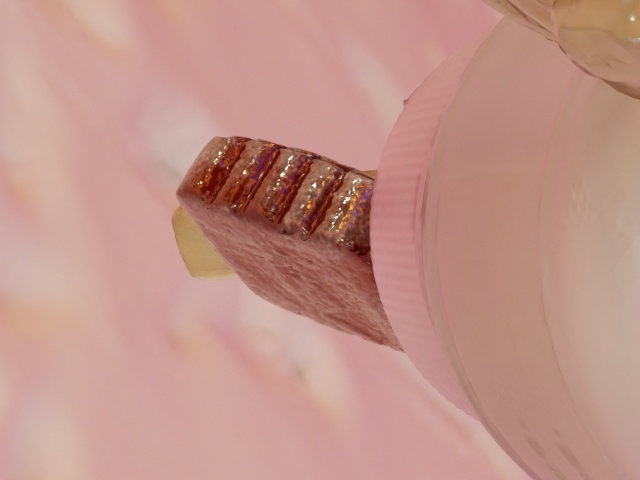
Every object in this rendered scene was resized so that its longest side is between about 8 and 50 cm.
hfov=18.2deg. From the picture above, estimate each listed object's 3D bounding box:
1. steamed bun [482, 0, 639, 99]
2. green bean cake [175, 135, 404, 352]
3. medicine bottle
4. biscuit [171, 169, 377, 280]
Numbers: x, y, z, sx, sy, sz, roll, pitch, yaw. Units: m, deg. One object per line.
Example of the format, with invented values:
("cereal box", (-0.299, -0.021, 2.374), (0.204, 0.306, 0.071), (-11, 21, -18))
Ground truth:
("steamed bun", (0.161, -0.068, 0.442), (0.428, 0.189, 0.247), (25, 1, -6))
("green bean cake", (0.000, 0.000, 1.116), (0.056, 0.136, 0.135), (-61, 146, -16))
("medicine bottle", (0.164, -0.003, 0.804), (0.256, 0.256, 0.325), (58, -12, -8))
("biscuit", (0.002, -0.009, 1.271), (0.052, 0.188, 0.056), (-61, 143, -62))
